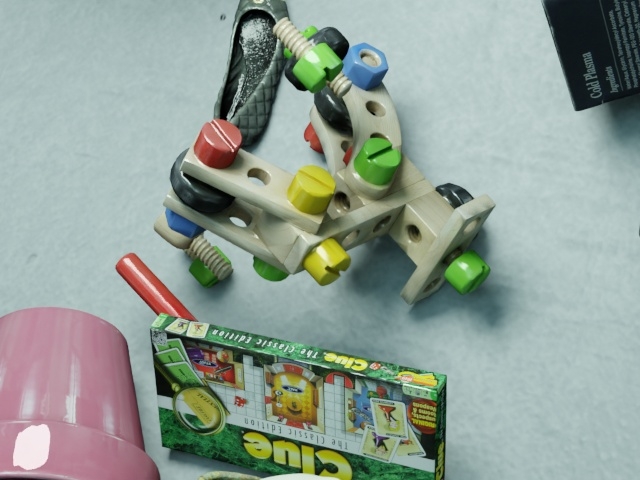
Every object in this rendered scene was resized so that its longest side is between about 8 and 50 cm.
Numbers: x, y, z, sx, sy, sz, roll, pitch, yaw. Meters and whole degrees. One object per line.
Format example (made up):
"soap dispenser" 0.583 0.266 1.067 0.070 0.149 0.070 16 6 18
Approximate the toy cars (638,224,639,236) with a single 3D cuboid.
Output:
"toy cars" 0.373 0.044 1.325 0.176 0.087 0.394 -24 64 -5

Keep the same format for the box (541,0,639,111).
"box" 0.319 -0.327 1.374 0.312 0.179 0.343 -15 59 12

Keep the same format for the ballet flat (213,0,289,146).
"ballet flat" -0.064 -0.171 1.534 0.057 0.049 0.173 4 74 16

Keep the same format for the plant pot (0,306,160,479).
"plant pot" -0.237 0.166 1.412 0.201 0.201 0.180 -9 55 13

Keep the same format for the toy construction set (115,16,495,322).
"toy construction set" 0.000 0.000 1.391 0.237 0.257 0.309 47 110 11

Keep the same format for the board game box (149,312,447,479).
"board game box" -0.020 0.147 1.386 0.259 0.136 0.030 11 37 19

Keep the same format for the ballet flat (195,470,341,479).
"ballet flat" 0.041 0.250 1.326 0.348 0.123 0.123 5 75 20
